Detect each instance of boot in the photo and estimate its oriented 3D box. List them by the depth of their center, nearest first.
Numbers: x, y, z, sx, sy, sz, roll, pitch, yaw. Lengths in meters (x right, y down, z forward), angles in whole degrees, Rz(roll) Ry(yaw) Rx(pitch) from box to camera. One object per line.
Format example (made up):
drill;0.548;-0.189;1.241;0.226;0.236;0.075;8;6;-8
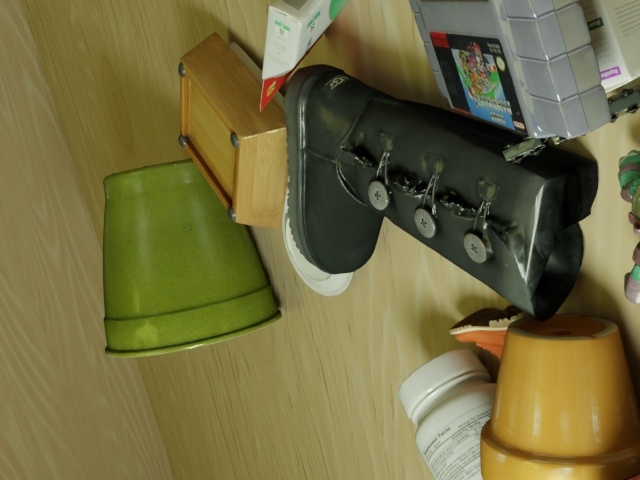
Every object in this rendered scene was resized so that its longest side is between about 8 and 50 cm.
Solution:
boot;0.147;-0.020;1.161;0.445;0.146;0.367;28;144;37
boot;0.244;0.139;1.195;0.158;0.059;0.084;-12;107;61

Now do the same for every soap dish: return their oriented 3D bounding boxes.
soap dish;-0.148;-0.186;1.485;0.291;0.118;0.229;52;148;35

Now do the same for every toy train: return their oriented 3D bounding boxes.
toy train;0.267;-0.120;0.896;0.158;0.036;0.027;-24;89;30

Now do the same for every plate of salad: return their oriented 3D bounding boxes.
plate of salad;0.000;0.000;1.503;0.200;0.048;0.199;26;124;44

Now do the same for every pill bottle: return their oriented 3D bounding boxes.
pill bottle;0.234;0.305;1.211;0.283;0.160;0.160;60;155;32

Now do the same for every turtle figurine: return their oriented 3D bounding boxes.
turtle figurine;0.347;-0.033;0.818;0.175;0.118;0.234;32;145;45

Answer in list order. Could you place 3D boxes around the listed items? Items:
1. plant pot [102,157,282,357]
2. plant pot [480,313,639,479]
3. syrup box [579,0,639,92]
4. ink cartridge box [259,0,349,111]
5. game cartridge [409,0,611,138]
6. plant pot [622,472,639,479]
plant pot;-0.293;0.019;1.747;0.366;0.366;0.353;-5;98;61
plant pot;0.293;0.192;1.029;0.205;0.205;0.188;8;104;58
syrup box;0.247;-0.260;0.808;0.096;0.093;0.237;-8;106;61
ink cartridge box;-0.008;-0.282;1.141;0.056;0.181;0.224;31;154;10
game cartridge;0.160;-0.230;0.866;0.355;0.068;0.230;-124;16;-72
plant pot;0.425;0.313;0.836;0.235;0.267;0.267;66;155;21
